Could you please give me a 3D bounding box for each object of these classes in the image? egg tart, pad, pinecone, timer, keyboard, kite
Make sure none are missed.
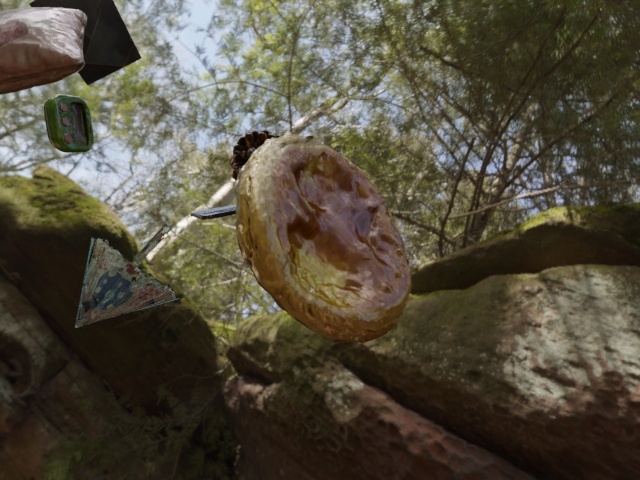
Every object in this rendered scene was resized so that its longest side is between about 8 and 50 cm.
[{"bbox_3d":[0.000,0.000,0.860,0.178,0.443,0.443,-35,-81,38],"label":"egg tart"},{"bbox_3d":[-0.547,-0.496,1.038,0.004,0.163,0.243,50,-14,20],"label":"pad"},{"bbox_3d":[-0.168,-0.217,1.217,0.168,0.212,0.185,-1,-88,24],"label":"pinecone"},{"bbox_3d":[-0.627,-0.290,1.082,0.047,0.128,0.140,0,-78,11],"label":"timer"},{"bbox_3d":[-0.270,-0.099,1.362,0.106,0.262,0.016,12,-68,47],"label":"keyboard"},{"bbox_3d":[-0.547,0.098,1.215,0.406,0.368,0.014,27,-21,26],"label":"kite"}]

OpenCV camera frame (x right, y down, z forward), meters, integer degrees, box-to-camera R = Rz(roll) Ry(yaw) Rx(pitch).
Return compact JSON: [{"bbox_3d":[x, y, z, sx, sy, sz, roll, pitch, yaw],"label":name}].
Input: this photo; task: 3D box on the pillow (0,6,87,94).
[{"bbox_3d":[-0.510,-0.323,0.726,0.084,0.223,0.236,85,-16,-52],"label":"pillow"}]
